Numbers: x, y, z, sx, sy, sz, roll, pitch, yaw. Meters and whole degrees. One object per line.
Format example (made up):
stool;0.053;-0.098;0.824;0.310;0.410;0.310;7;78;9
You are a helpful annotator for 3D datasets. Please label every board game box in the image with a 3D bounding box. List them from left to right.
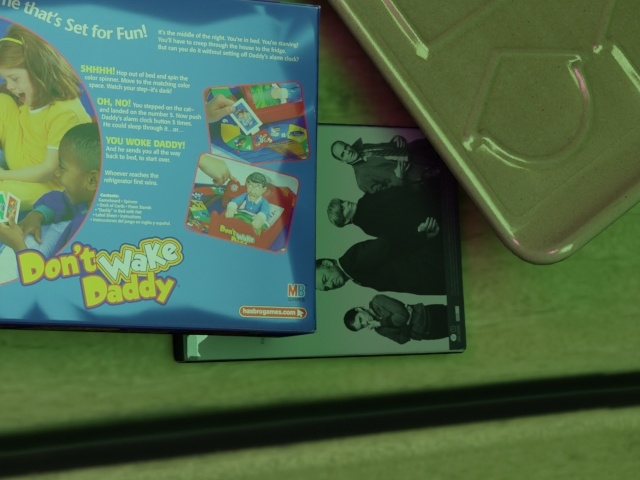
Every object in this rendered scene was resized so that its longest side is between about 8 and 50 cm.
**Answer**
board game box;-0.175;-0.056;1.112;0.347;0.078;0.233;3;83;-21

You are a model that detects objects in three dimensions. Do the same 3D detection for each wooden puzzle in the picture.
wooden puzzle;0.168;-0.187;1.307;0.322;0.080;0.348;-36;85;-26

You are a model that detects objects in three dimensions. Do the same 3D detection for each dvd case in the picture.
dvd case;0.000;0.000;1.245;0.239;0.029;0.179;0;85;-27
